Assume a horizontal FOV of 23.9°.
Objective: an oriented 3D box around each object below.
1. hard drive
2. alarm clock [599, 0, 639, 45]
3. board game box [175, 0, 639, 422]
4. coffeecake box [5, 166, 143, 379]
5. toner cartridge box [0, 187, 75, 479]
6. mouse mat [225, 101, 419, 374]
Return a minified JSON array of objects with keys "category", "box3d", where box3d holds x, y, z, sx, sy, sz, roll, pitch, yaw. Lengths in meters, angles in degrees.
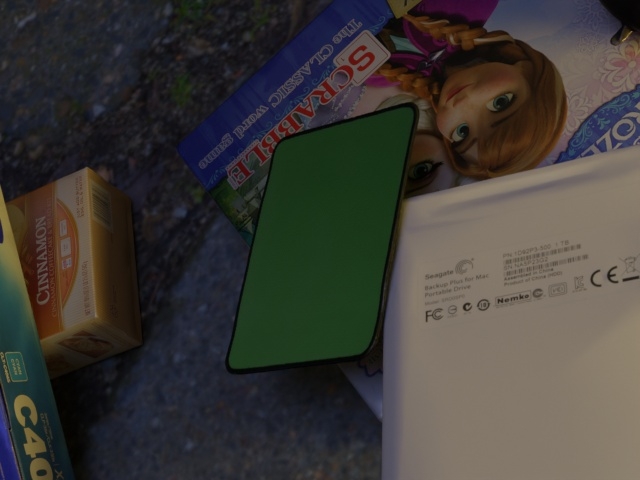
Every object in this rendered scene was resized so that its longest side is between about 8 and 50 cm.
[{"category":"hard drive","box3d":[0.135,0.093,0.916,0.203,0.040,0.308,-13,56,23]},{"category":"alarm clock","box3d":[0.265,-0.192,1.041,0.192,0.064,0.129,-31,54,-31]},{"category":"board game box","box3d":[0.090,-0.069,1.108,0.318,0.066,0.318,-43,52,4]},{"category":"coffeecake box","box3d":[-0.246,0.043,1.248,0.185,0.068,0.142,-22,58,20]},{"category":"toner cartridge box","box3d":[-0.300,0.101,1.165,0.165,0.075,0.348,-19,81,20]},{"category":"mouse mat","box3d":[0.000,0.000,1.052,0.152,0.007,0.190,-11,61,46]}]
